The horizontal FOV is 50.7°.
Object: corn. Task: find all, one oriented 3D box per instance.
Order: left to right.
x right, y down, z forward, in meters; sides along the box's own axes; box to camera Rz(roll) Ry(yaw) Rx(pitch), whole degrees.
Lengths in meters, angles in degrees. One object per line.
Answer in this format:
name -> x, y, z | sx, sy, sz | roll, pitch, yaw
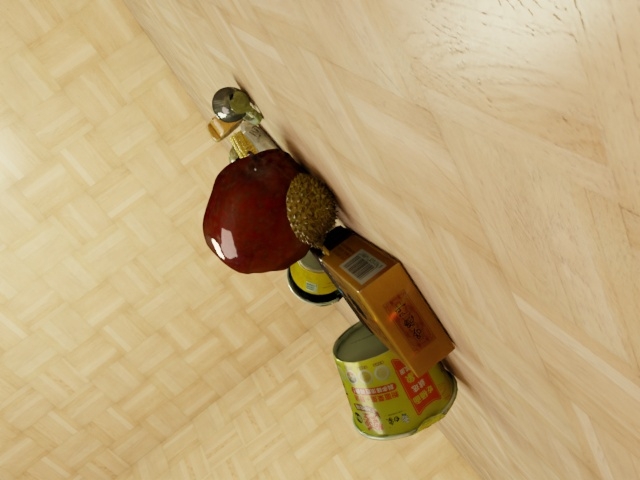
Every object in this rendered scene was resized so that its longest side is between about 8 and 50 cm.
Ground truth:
corn -> -0.187, -0.241, 2.089 | 0.244, 0.093, 0.093 | 52, 175, 8

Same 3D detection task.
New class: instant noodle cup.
instant noodle cup -> -0.003, 0.068, 2.026 | 0.215, 0.215, 0.236 | 52, 168, 16
instant noodle cup -> 0.180, 0.337, 1.761 | 0.221, 0.311, 0.311 | 64, 172, -18

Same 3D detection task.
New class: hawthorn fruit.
hawthorn fruit -> -0.147, -0.077, 1.715 | 0.308, 0.308, 0.325 | -138, 54, -65

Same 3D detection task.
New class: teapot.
teapot -> -0.208, -0.350, 1.742 | 0.091, 0.124, 0.092 | 12, 99, 59

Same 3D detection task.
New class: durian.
durian -> -0.012, -0.053, 1.568 | 0.102, 0.146, 0.208 | -5, 112, 34

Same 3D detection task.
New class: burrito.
burrito -> -0.161, -0.268, 1.887 | 0.203, 0.064, 0.064 | 52, 175, 32

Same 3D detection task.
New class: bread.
bread -> -0.298, -0.362, 2.115 | 0.073, 0.122, 0.149 | 50, 176, -6

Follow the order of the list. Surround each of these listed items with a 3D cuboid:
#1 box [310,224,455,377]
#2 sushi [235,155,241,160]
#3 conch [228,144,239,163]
box -> 0.132, 0.128, 1.613 | 0.264, 0.116, 0.415 | 54, 174, -20
sushi -> -0.203, -0.196, 2.258 | 0.127, 0.124, 0.225 | -130, 18, -63
conch -> -0.270, -0.294, 2.462 | 0.173, 0.106, 0.116 | 30, 144, 27
